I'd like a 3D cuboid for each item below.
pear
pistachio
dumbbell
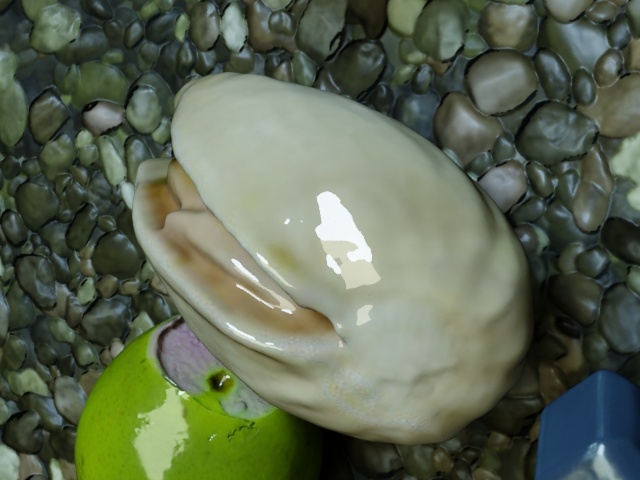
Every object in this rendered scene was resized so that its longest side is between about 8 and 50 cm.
[{"bbox_3d":[-0.091,0.162,0.895,0.187,0.187,0.219,36,125,22],"label":"pear"},{"bbox_3d":[0.000,0.000,0.809,0.318,0.214,0.193,43,116,33],"label":"pistachio"},{"bbox_3d":[0.112,0.222,0.801,0.316,0.144,0.156,-39,73,27],"label":"dumbbell"}]
